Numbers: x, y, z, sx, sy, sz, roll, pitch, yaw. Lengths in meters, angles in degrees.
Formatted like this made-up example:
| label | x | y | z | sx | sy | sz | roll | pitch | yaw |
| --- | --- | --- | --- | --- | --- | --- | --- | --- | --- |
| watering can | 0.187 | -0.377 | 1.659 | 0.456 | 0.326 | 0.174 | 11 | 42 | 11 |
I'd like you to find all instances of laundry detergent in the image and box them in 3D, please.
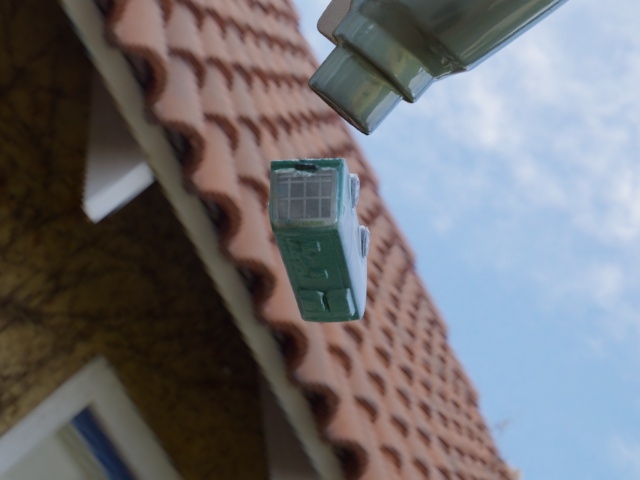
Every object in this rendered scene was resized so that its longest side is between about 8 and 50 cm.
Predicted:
| label | x | y | z | sx | sy | sz | roll | pitch | yaw |
| --- | --- | --- | --- | --- | --- | --- | --- | --- | --- |
| laundry detergent | 0.147 | -0.245 | 1.079 | 0.125 | 0.398 | 0.264 | 41 | 0 | -29 |

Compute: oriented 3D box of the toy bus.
| label | x | y | z | sx | sy | sz | roll | pitch | yaw |
| --- | --- | --- | --- | --- | --- | --- | --- | --- | --- |
| toy bus | 0.000 | 0.000 | 1.477 | 0.091 | 0.109 | 0.261 | -1 | -26 | 8 |

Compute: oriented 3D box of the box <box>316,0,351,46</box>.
| label | x | y | z | sx | sy | sz | roll | pitch | yaw |
| --- | --- | --- | --- | --- | --- | --- | --- | --- | --- |
| box | 0.059 | -0.210 | 1.310 | 0.062 | 0.122 | 0.089 | 28 | 10 | -45 |
